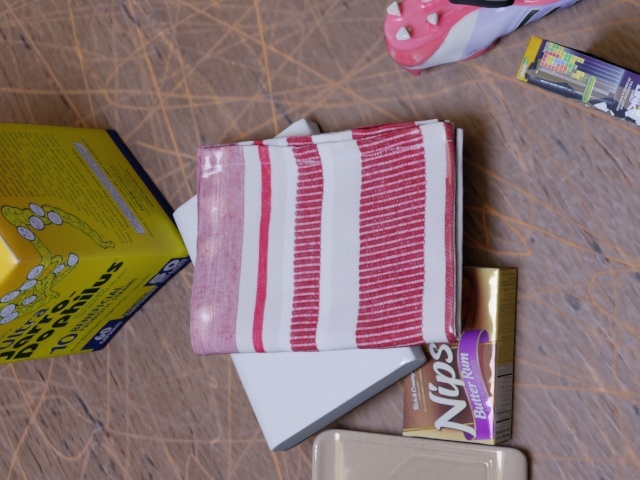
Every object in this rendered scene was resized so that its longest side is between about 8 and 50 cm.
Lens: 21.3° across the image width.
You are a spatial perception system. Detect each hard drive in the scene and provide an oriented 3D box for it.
[{"bbox_3d":[-0.029,0.048,1.873,0.203,0.040,0.307,-35,66,23],"label":"hard drive"}]

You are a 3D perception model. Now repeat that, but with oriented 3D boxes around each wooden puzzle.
[{"bbox_3d":[0.106,0.321,1.845,0.239,0.044,0.221,3,94,21],"label":"wooden puzzle"}]

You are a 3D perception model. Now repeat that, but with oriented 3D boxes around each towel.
[{"bbox_3d":[0.000,0.000,1.818,0.329,0.037,0.237,-5,80,32],"label":"towel"}]

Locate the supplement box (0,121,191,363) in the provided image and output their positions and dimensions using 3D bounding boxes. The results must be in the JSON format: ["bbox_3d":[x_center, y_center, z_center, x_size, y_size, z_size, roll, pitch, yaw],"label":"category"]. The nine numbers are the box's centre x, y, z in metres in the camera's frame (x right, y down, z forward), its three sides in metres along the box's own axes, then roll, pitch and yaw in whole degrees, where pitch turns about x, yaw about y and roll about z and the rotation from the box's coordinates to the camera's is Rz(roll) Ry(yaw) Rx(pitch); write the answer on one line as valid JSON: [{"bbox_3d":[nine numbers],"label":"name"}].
[{"bbox_3d":[-0.333,0.004,1.879,0.194,0.356,0.195,-44,73,21],"label":"supplement box"}]

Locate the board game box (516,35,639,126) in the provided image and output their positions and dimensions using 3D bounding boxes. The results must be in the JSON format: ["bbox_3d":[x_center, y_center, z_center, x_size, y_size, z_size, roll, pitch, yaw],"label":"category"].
[{"bbox_3d":[0.287,-0.149,1.668,0.141,0.170,0.048,23,100,23],"label":"board game box"}]

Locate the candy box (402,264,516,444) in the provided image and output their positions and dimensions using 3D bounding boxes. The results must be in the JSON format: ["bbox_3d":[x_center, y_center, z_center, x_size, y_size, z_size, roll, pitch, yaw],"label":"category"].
[{"bbox_3d":[0.147,0.119,1.811,0.109,0.053,0.186,3,92,28],"label":"candy box"}]

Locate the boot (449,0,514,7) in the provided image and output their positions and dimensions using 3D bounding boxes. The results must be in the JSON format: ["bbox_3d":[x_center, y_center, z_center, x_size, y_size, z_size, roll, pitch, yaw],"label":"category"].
[{"bbox_3d":[0.224,-0.328,1.668,0.118,0.338,0.222,-107,35,-56],"label":"boot"}]

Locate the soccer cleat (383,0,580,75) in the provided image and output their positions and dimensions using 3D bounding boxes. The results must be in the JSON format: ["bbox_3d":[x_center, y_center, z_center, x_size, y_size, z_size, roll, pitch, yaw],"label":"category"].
[{"bbox_3d":[0.186,-0.243,1.777,0.248,0.095,0.083,-20,61,9],"label":"soccer cleat"}]
